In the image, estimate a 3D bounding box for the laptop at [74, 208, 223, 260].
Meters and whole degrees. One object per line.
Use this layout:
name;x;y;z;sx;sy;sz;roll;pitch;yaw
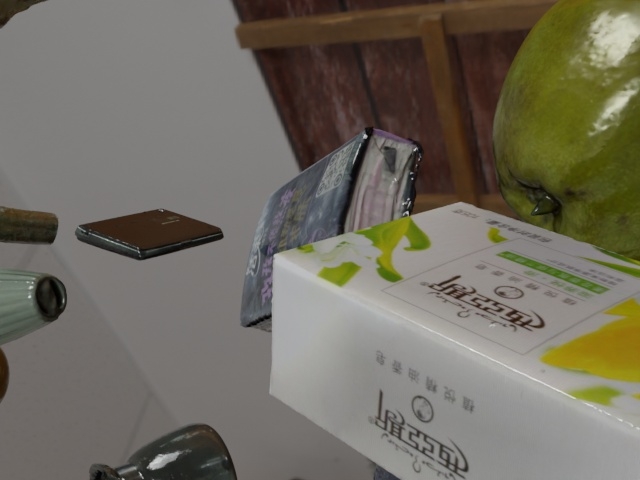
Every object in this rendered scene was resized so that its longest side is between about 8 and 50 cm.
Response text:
laptop;-0.277;-0.014;1.393;0.207;0.154;0.026;-18;-61;-55

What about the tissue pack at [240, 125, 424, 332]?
tissue pack;0.000;0.000;1.279;0.122;0.361;0.259;21;-112;-19

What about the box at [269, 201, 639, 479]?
box;0.122;0.073;0.514;0.194;0.260;0.111;-17;-59;-41

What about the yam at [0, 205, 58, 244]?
yam;-0.441;-0.022;1.201;0.132;0.054;0.054;7;-101;-44

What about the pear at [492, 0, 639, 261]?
pear;0.304;-0.118;0.790;0.321;0.269;0.269;-44;-42;-18

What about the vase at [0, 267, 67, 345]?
vase;-0.460;0.093;1.154;0.128;0.248;0.128;32;-127;-57

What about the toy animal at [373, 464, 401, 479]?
toy animal;0.130;0.265;1.104;0.367;0.081;0.206;-59;16;11

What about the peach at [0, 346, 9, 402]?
peach;-0.647;0.231;1.393;0.251;0.251;0.153;53;-162;-56

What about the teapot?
teapot;-0.343;0.497;1.651;0.285;0.305;0.223;-9;-98;-33

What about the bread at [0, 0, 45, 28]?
bread;-0.236;-0.258;0.400;0.171;0.192;0.314;-52;-9;-34
